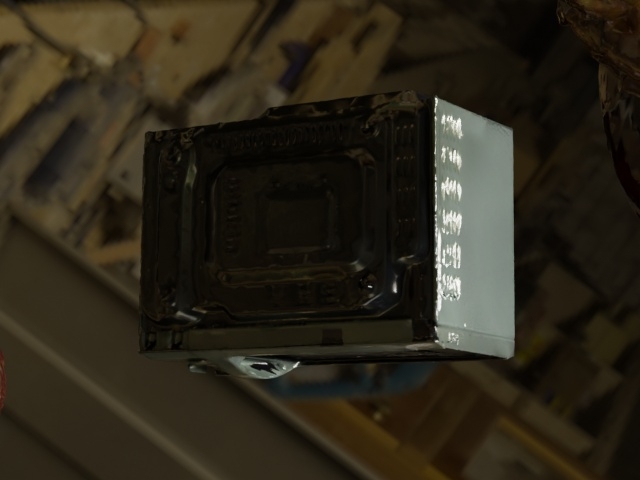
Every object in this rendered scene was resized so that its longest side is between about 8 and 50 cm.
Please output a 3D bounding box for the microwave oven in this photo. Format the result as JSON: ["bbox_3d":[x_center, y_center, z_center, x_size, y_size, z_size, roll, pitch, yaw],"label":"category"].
[{"bbox_3d":[0.000,0.000,1.446,0.181,0.295,0.237,12,76,-58],"label":"microwave oven"}]

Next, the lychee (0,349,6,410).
[{"bbox_3d":[-0.524,0.184,2.085,0.260,0.260,0.260,-52,170,-12],"label":"lychee"}]

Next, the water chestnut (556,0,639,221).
[{"bbox_3d":[0.307,-0.131,1.113,0.335,0.347,0.335,-31,-131,44],"label":"water chestnut"}]
